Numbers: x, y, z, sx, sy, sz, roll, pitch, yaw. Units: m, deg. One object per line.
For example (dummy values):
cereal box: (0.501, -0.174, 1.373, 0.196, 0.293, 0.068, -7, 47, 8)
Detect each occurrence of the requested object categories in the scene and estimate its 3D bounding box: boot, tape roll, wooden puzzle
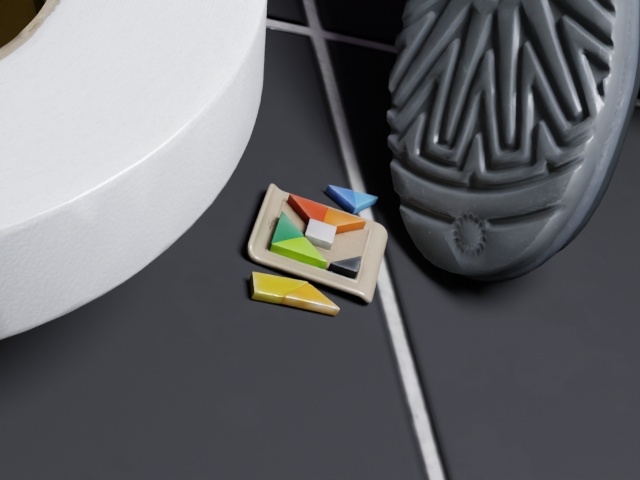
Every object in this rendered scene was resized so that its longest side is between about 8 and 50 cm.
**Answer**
boot: (0.245, -0.125, 1.087, 0.146, 0.367, 0.445, 5, -7, 41)
tape roll: (-0.217, -0.109, 0.789, 0.392, 0.072, 0.392, 2, 46, -2)
wooden puzzle: (0.000, 0.000, 0.918, 0.078, 0.014, 0.116, 18, 36, -9)

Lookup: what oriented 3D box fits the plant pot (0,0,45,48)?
plant pot: (-0.138, -0.091, 0.893, 0.081, 0.083, 0.081, 6, 40, -25)
